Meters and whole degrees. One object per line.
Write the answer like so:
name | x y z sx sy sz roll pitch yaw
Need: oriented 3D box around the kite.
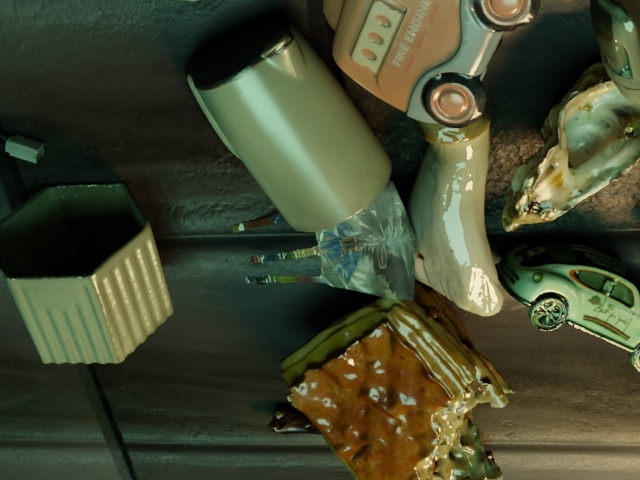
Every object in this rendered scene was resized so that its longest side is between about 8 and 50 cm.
kite | 0.001 0.000 1.429 0.310 0.015 0.169 0 104 33

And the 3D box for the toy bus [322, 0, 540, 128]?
toy bus | 0.126 -0.287 1.133 0.232 0.194 0.287 25 131 3

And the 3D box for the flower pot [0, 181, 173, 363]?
flower pot | -0.346 0.046 1.454 0.239 0.209 0.189 -3 131 8

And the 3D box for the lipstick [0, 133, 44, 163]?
lipstick | -0.454 -0.142 1.427 0.107 0.025 0.025 19 129 -1

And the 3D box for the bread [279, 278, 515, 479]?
bread | 0.145 0.242 1.534 0.314 0.191 0.370 -36 100 32

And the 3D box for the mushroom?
mushroom | 0.185 -0.054 1.348 0.159 0.122 0.328 14 132 22

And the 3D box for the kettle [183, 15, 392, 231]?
kettle | -0.059 -0.151 1.291 0.240 0.165 0.255 -1 137 47

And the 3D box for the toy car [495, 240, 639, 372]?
toy car | 0.403 0.083 1.441 0.306 0.136 0.125 22 109 -13

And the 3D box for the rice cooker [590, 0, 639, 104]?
rice cooker | 0.431 -0.294 0.983 0.335 0.335 0.325 -14 127 19

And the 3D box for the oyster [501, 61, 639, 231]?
oyster | 0.358 -0.141 1.268 0.166 0.110 0.341 23 127 -19

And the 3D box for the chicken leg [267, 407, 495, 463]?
chicken leg | 0.111 0.337 1.728 0.407 0.095 0.158 12 150 0
